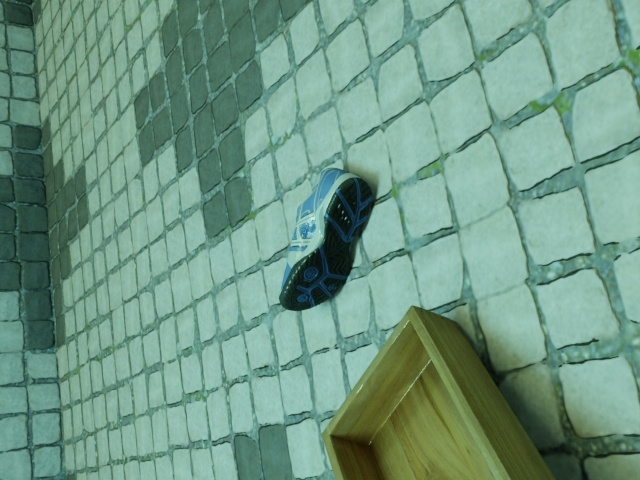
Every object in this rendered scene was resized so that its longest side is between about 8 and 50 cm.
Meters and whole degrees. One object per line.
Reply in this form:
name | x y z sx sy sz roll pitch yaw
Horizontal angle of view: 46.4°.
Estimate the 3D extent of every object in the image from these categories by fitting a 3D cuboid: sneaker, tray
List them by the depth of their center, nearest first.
tray | 0.124 0.263 0.691 0.203 0.076 0.411 -59 26 21
sneaker | 0.000 0.000 1.001 0.211 0.080 0.081 -63 36 16
